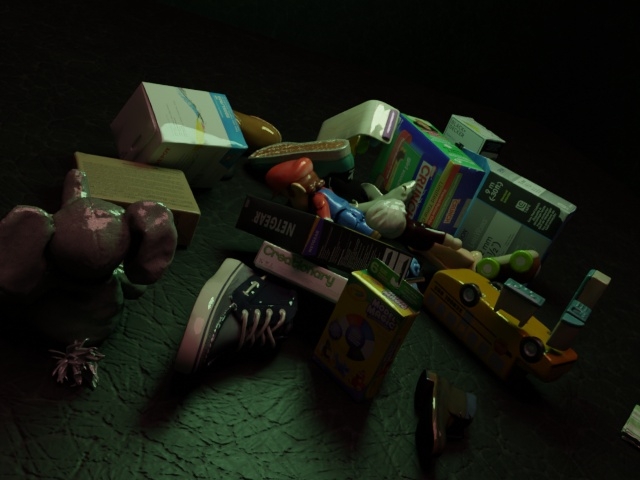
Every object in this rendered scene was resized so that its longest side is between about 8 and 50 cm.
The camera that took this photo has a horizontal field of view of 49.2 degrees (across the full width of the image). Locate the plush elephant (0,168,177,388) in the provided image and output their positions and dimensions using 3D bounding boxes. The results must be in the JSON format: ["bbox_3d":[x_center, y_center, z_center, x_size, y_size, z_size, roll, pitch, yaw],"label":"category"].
[{"bbox_3d":[-0.366,0.019,1.045,0.272,0.255,0.330,4,32,-35],"label":"plush elephant"}]

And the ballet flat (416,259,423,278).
[{"bbox_3d":[0.164,0.063,1.626,0.188,0.070,0.070,3,32,-35],"label":"ballet flat"}]

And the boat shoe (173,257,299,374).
[{"bbox_3d":[-0.124,0.133,1.165,0.158,0.127,0.340,20,21,-1],"label":"boat shoe"}]

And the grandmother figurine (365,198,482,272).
[{"bbox_3d":[0.241,-0.001,1.639,0.342,0.104,0.208,26,-20,-35],"label":"grandmother figurine"}]

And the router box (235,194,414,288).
[{"bbox_3d":[0.000,0.000,1.419,0.243,0.081,0.309,21,0,-32],"label":"router box"}]

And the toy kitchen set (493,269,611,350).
[{"bbox_3d":[0.471,0.107,1.421,0.166,0.122,0.207,33,25,19],"label":"toy kitchen set"}]

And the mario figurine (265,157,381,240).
[{"bbox_3d":[-0.005,-0.068,1.724,0.320,0.170,0.198,35,-15,4],"label":"mario figurine"}]

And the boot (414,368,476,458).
[{"bbox_3d":[0.223,0.302,1.191,0.106,0.082,0.219,19,24,-2],"label":"boot"}]

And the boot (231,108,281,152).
[{"bbox_3d":[-0.224,-0.311,1.876,0.283,0.109,0.220,26,1,-15],"label":"boot"}]

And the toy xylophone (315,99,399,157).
[{"bbox_3d":[0.074,-0.278,1.993,0.081,0.236,0.323,32,-18,-29],"label":"toy xylophone"}]

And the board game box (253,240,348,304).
[{"bbox_3d":[0.023,0.097,1.349,0.305,0.053,0.193,25,-7,2],"label":"board game box"}]

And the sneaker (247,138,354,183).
[{"bbox_3d":[-0.053,-0.194,1.864,0.302,0.121,0.108,1,30,27],"label":"sneaker"}]

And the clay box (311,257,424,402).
[{"bbox_3d":[0.078,0.152,1.197,0.127,0.222,0.053,39,30,31],"label":"clay box"}]

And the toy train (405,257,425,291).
[{"bbox_3d":[0.164,0.096,1.521,0.080,0.105,0.184,-13,-7,32],"label":"toy train"}]

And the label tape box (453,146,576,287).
[{"bbox_3d":[0.476,-0.064,1.915,0.348,0.249,0.115,32,27,18],"label":"label tape box"}]

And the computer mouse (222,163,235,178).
[{"bbox_3d":[-0.325,-0.253,1.825,0.272,0.072,0.188,35,27,24],"label":"computer mouse"}]

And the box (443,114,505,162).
[{"bbox_3d":[0.412,-0.211,2.103,0.087,0.290,0.169,4,32,-35],"label":"box"}]

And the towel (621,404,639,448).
[{"bbox_3d":[0.689,0.407,1.451,0.113,0.023,0.152,37,26,23],"label":"towel"}]

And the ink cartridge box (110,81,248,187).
[{"bbox_3d":[-0.328,-0.237,1.611,0.233,0.171,0.168,-2,61,-45],"label":"ink cartridge box"}]

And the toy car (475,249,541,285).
[{"bbox_3d":[0.451,0.123,1.628,0.149,0.188,0.155,-14,-5,20],"label":"toy car"}]

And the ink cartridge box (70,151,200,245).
[{"bbox_3d":[-0.384,-0.084,1.428,0.235,0.088,0.193,8,28,-28],"label":"ink cartridge box"}]

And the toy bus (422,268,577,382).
[{"bbox_3d":[0.372,0.184,1.486,0.108,0.130,0.332,0,34,-42],"label":"toy bus"}]

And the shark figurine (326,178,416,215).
[{"bbox_3d":[0.119,-0.084,1.875,0.278,0.166,0.116,7,-18,30],"label":"shark figurine"}]

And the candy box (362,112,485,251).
[{"bbox_3d":[0.269,-0.155,1.897,0.122,0.268,0.317,7,29,-31],"label":"candy box"}]
